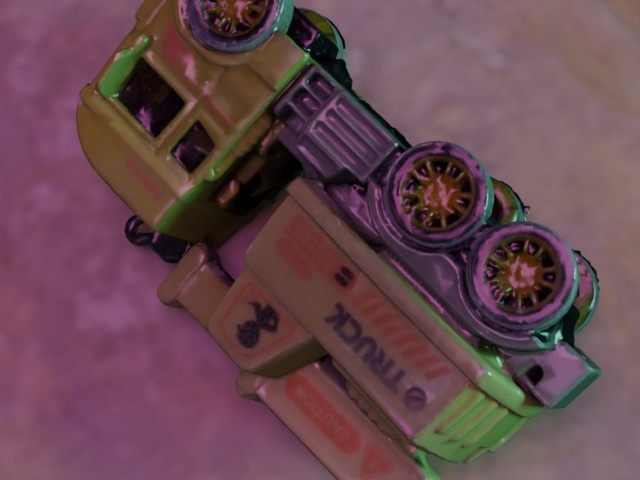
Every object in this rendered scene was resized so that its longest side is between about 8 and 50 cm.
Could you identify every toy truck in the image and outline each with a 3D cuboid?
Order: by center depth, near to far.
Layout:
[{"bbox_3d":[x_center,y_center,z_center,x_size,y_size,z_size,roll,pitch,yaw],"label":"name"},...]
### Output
[{"bbox_3d":[0.000,0.000,0.398,0.169,0.077,0.100,45,96,15],"label":"toy truck"}]
